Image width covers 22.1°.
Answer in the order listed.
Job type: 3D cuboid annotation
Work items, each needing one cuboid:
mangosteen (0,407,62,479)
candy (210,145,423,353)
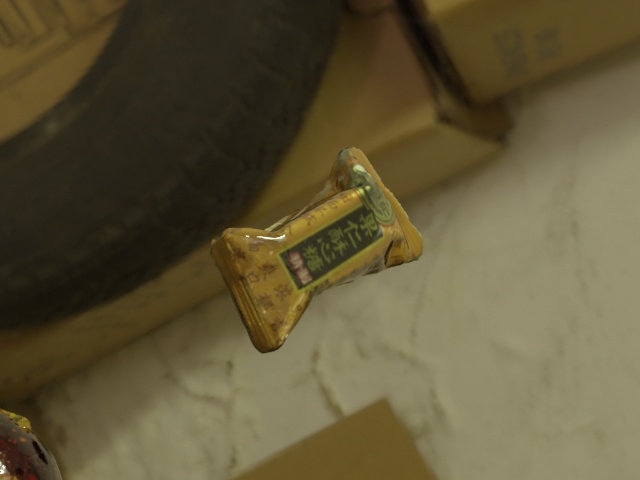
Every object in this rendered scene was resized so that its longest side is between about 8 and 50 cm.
[{"bbox_3d":[-0.315,0.236,1.342,0.217,0.192,0.192,-21,82,-44],"label":"mangosteen"},{"bbox_3d":[0.000,0.000,1.675,0.271,0.101,0.143,-30,96,-44],"label":"candy"}]
